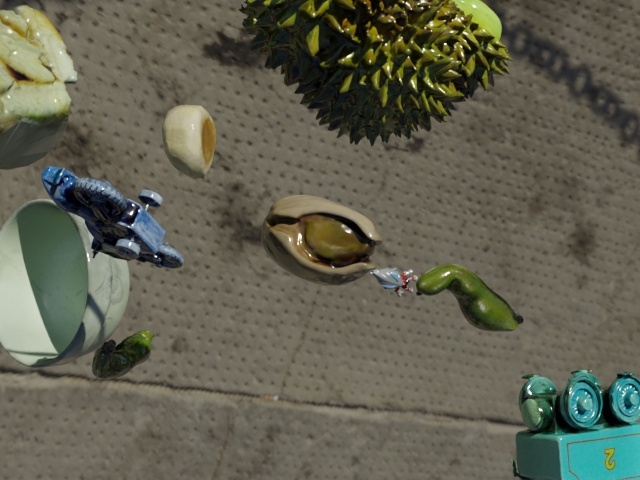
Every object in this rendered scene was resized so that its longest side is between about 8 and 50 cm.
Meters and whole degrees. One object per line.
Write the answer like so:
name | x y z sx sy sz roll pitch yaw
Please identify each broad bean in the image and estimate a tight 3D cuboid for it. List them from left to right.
broad bean | -0.271 0.159 1.221 0.046 0.195 0.061 38 90 6
broad bean | 0.221 0.087 1.262 0.213 0.048 0.070 27 111 -32

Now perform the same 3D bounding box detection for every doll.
doll | 0.149 0.082 1.840 0.114 0.039 0.057 17 134 -28

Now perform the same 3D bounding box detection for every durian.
durian | 0.034 -0.180 0.708 0.176 0.200 0.237 -45 134 -4

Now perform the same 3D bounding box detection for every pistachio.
pistachio | 0.000 0.000 1.457 0.153 0.238 0.138 10 94 -43

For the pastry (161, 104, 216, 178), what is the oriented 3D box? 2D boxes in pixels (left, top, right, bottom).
pastry | -0.272 -0.207 1.846 0.092 0.156 0.156 -4 119 13

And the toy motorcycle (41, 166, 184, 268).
toy motorcycle | -0.292 -0.025 1.250 0.254 0.135 0.092 58 46 -57

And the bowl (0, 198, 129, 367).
bowl | -0.473 0.082 1.658 0.163 0.307 0.307 10 111 -55

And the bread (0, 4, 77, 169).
bread | -0.652 -0.268 1.685 0.239 0.395 0.264 -34 88 31

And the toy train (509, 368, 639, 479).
toy train | 0.361 0.263 1.216 0.203 0.112 0.163 0 84 -27
